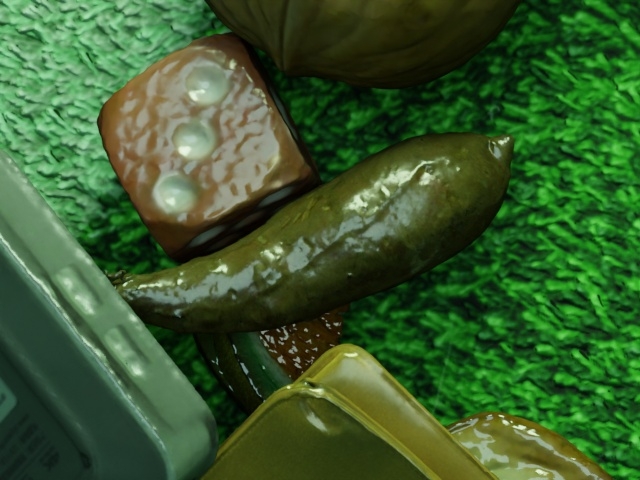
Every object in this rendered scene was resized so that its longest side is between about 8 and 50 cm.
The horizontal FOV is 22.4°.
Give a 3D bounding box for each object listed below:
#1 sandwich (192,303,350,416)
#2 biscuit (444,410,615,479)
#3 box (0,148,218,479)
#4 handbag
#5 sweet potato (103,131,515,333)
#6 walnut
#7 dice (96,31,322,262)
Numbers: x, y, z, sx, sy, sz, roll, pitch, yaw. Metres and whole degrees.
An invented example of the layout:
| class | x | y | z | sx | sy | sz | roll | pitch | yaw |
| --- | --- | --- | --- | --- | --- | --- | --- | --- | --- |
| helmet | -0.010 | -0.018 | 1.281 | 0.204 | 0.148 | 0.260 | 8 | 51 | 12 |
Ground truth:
| class | x | y | z | sx | sy | sz | roll | pitch | yaw |
| --- | --- | --- | --- | --- | --- | --- | --- | --- | --- |
| sandwich | -0.039 | 0.090 | 1.630 | 0.160 | 0.109 | 0.184 | -25 | 80 | -16 |
| biscuit | 0.237 | 0.291 | 1.600 | 0.154 | 0.045 | 0.299 | -32 | 81 | 4 |
| box | -0.319 | 0.156 | 1.553 | 0.396 | 0.111 | 0.396 | 50 | 129 | 8 |
| handbag | 0.064 | 0.311 | 1.527 | 0.401 | 0.133 | 0.283 | 42 | 114 | -2 |
| sweet potato | -0.001 | 0.005 | 1.542 | 0.423 | 0.130 | 0.130 | -22 | 82 | -6 |
| walnut | 0.052 | -0.334 | 1.547 | 0.354 | 0.308 | 0.397 | 28 | 82 | 21 |
| dice | -0.113 | -0.091 | 1.614 | 0.179 | 0.175 | 0.174 | -28 | 83 | 7 |
